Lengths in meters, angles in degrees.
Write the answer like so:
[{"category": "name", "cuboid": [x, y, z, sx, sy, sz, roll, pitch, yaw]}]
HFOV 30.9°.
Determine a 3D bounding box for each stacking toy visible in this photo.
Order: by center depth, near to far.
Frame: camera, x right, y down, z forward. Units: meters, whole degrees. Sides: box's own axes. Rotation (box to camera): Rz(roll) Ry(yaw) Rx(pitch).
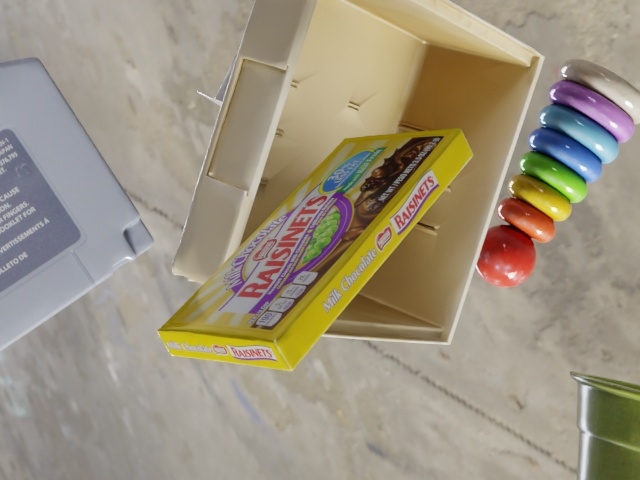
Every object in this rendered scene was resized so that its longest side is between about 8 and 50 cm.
[{"category": "stacking toy", "cuboid": [0.317, -0.084, 1.623, 0.141, 0.330, 0.141, 33, -179, -1]}]

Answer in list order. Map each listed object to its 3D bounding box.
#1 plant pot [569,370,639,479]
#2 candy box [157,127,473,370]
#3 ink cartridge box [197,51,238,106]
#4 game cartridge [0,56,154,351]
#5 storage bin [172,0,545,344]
[{"category": "plant pot", "cuboid": [0.122, 0.094, 0.408, 0.083, 0.083, 0.079, 8, 86, 60]}, {"category": "candy box", "cuboid": [0.000, 0.000, 0.710, 0.105, 0.206, 0.027, -2, 126, 46]}, {"category": "ink cartridge box", "cuboid": [-0.037, -0.146, 1.240, 0.181, 0.104, 0.061, 25, 89, 44]}, {"category": "game cartridge", "cuboid": [-0.290, 0.002, 0.827, 0.196, 0.294, 0.060, 60, 161, -17]}, {"category": "storage bin", "cuboid": [0.035, -0.064, 0.921, 0.123, 0.260, 0.262, 21, 96, 33]}]
